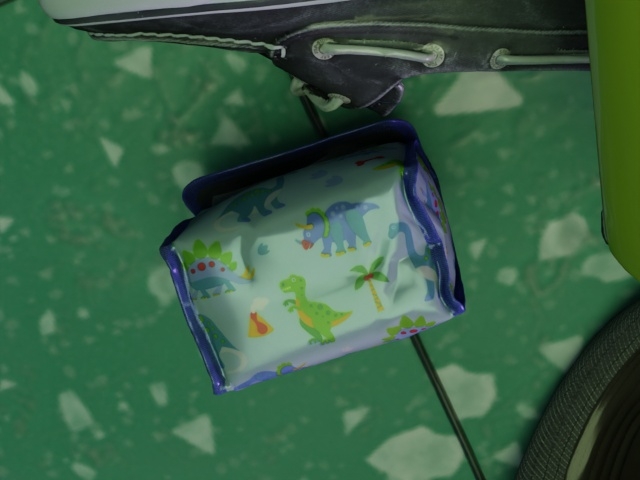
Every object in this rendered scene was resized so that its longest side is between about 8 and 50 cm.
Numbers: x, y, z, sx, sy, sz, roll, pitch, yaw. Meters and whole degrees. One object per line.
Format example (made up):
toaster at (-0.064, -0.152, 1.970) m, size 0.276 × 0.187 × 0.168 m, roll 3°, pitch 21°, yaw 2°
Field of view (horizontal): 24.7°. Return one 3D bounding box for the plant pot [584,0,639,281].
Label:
plant pot at (0.225, -0.084, 0.570) m, size 0.207 × 0.228 × 0.227 m, roll -6°, pitch 89°, yaw 30°

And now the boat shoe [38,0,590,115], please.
boat shoe at (0.015, -0.109, 0.705) m, size 0.301 × 0.108 × 0.102 m, roll -5°, pitch 114°, yaw -4°

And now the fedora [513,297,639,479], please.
fedora at (0.232, 0.149, 0.782) m, size 0.124 × 0.244 × 0.275 m, roll 14°, pitch 108°, yaw -37°

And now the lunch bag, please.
lunch bag at (0.000, 0.000, 0.728) m, size 0.128 × 0.151 × 0.096 m, roll -17°, pitch 100°, yaw 8°
